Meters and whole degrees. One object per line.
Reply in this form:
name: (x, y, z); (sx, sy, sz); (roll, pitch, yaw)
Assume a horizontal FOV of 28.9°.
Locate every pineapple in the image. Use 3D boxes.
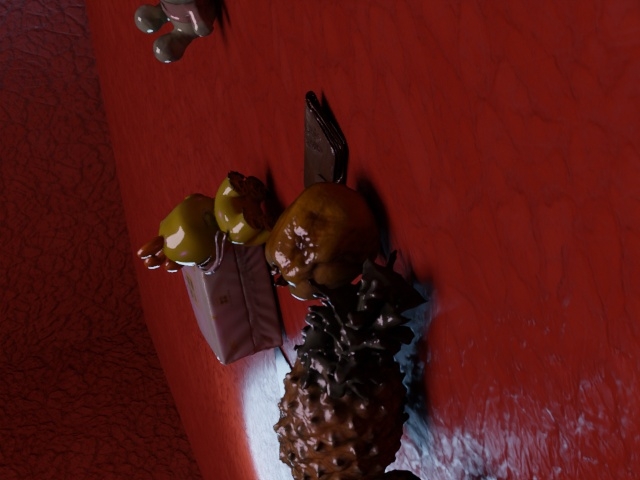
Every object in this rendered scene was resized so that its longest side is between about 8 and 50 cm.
pineapple: (0.029, 0.135, 1.353); (0.340, 0.169, 0.169); (95, 155, -49)

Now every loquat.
loquat: (0.000, 0.000, 1.364); (0.113, 0.137, 0.137); (42, -175, -32)

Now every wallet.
wallet: (0.001, -0.087, 1.477); (0.176, 0.026, 0.095); (95, 153, -58)

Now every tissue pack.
tissue pack: (-0.158, 0.062, 2.076); (0.185, 0.124, 0.225); (-141, 37, -64)

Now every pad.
pad: (-0.041, 0.271, 2.109); (0.211, 0.003, 0.143); (-124, 22, -53)

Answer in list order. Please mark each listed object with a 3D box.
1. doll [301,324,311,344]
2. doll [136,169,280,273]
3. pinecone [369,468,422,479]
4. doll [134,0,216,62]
doll: (0.011, 0.225, 1.717); (0.091, 0.067, 0.219); (175, 84, -80)
doll: (-0.169, -0.009, 1.862); (0.143, 0.221, 0.135); (11, -127, -54)
pinecone: (0.080, 0.362, 1.262); (0.309, 0.244, 0.244); (72, 175, -62)
doll: (-0.199, -0.387, 1.780); (0.155, 0.113, 0.275); (56, 152, 29)
